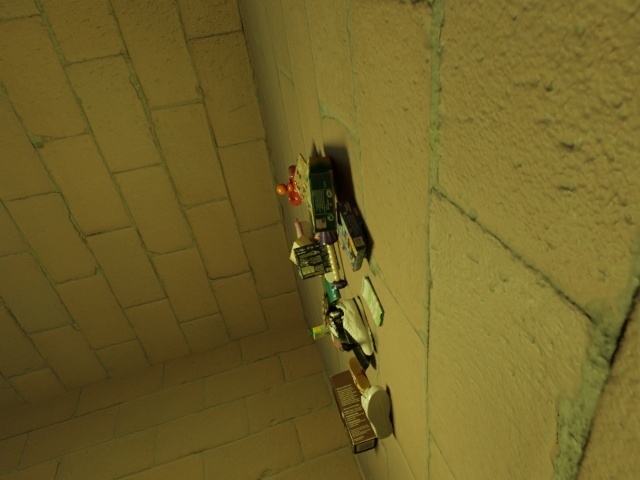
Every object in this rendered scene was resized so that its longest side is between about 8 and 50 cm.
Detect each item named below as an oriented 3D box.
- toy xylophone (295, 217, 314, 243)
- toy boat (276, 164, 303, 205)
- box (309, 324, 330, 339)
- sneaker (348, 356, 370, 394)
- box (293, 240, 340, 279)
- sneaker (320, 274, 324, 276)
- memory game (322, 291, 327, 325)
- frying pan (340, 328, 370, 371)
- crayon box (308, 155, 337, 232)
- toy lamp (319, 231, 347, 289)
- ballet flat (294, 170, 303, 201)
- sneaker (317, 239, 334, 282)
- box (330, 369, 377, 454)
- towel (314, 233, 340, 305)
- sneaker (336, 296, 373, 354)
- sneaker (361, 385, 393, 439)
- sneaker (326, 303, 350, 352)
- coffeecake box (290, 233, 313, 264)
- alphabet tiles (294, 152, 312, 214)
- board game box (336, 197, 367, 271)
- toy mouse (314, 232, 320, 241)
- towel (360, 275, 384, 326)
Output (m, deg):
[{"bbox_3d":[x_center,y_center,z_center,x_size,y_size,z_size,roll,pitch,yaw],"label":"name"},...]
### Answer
[{"bbox_3d":[-0.078,0.033,2.344,0.323,0.081,0.236,89,165,-54],"label":"toy xylophone"},{"bbox_3d":[-0.165,-0.288,2.315,0.231,0.151,0.151,86,166,-50],"label":"toy boat"},{"bbox_3d":[0.022,0.508,2.408,0.105,0.179,0.043,89,163,-60],"label":"box"},{"bbox_3d":[0.178,0.651,2.042,0.084,0.069,0.185,91,163,-44],"label":"sneaker"},{"bbox_3d":[-0.019,0.085,1.953,0.077,0.180,0.147,-178,73,-79],"label":"box"},{"bbox_3d":[-0.009,0.155,2.122,0.067,0.064,0.175,41,-175,6],"label":"sneaker"},{"bbox_3d":[0.024,0.369,2.274,0.186,0.012,0.186,-4,-90,-86],"label":"memory game"},{"bbox_3d":[0.131,0.412,1.739,0.326,0.053,0.197,59,-174,-45],"label":"frying pan"},{"bbox_3d":[0.006,-0.177,1.493,0.318,0.081,0.202,-94,-2,-68],"label":"crayon box"},{"bbox_3d":[0.051,0.074,1.836,0.080,0.080,0.275,-134,31,-72],"label":"toy lamp"},{"bbox_3d":[-0.099,-0.301,2.157,0.072,0.068,0.213,178,78,-81],"label":"ballet flat"},{"bbox_3d":[0.028,0.098,2.053,0.094,0.080,0.212,-70,-36,-85],"label":"sneaker"},{"bbox_3d":[0.175,0.923,2.311,0.191,0.143,0.381,85,169,-49],"label":"box"},{"bbox_3d":[0.025,0.154,2.269,0.271,0.040,0.370,111,144,-74],"label":"towel"},{"bbox_3d":[0.140,0.345,1.690,0.090,0.094,0.235,109,142,-71],"label":"sneaker"},{"bbox_3d":[0.210,0.654,1.732,0.169,0.108,0.293,-124,19,-55],"label":"sneaker"},{"bbox_3d":[0.089,0.424,2.118,0.276,0.097,0.135,-114,10,-49],"label":"sneaker"},{"bbox_3d":[-0.074,0.076,2.163,0.142,0.068,0.185,42,151,12],"label":"coffeecake box"},{"bbox_3d":[-0.030,-0.202,1.816,0.285,0.011,0.342,59,163,11],"label":"alphabet tiles"},{"bbox_3d":[0.106,-0.005,1.422,0.194,0.060,0.194,89,163,-61],"label":"board game box"},{"bbox_3d":[0.000,0.000,2.103,0.161,0.031,0.143,46,149,48],"label":"toy mouse"},{"bbox_3d":[0.176,0.211,1.468,0.113,0.023,0.152,85,166,-52],"label":"towel"}]
